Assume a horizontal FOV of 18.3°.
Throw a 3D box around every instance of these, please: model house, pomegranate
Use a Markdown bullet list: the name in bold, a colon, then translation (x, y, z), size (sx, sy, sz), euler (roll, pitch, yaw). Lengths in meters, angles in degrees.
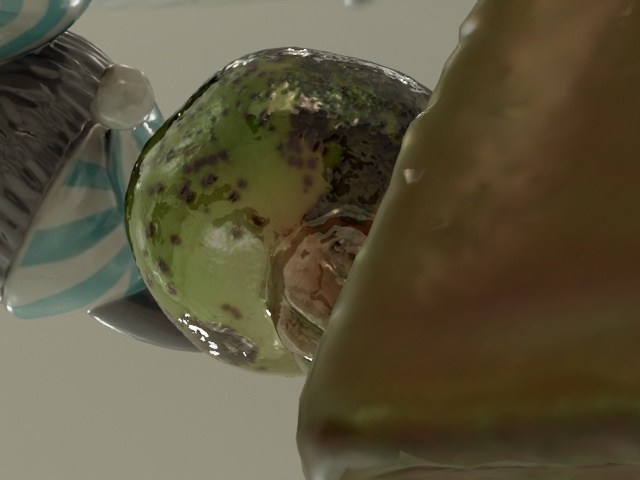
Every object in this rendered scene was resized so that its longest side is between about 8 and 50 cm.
- **model house**: translation (0.116, 0.012, 0.418), size (0.239, 0.268, 0.173), euler (-40, -119, -4)
- **pomegranate**: translation (0.004, 0.014, 1.226), size (0.222, 0.204, 0.276), euler (-21, -124, -4)

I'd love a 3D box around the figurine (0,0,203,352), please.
- **figurine**: translation (-0.182, -0.096, 1.637), size (0.378, 0.361, 0.266), euler (24, -150, -12)
